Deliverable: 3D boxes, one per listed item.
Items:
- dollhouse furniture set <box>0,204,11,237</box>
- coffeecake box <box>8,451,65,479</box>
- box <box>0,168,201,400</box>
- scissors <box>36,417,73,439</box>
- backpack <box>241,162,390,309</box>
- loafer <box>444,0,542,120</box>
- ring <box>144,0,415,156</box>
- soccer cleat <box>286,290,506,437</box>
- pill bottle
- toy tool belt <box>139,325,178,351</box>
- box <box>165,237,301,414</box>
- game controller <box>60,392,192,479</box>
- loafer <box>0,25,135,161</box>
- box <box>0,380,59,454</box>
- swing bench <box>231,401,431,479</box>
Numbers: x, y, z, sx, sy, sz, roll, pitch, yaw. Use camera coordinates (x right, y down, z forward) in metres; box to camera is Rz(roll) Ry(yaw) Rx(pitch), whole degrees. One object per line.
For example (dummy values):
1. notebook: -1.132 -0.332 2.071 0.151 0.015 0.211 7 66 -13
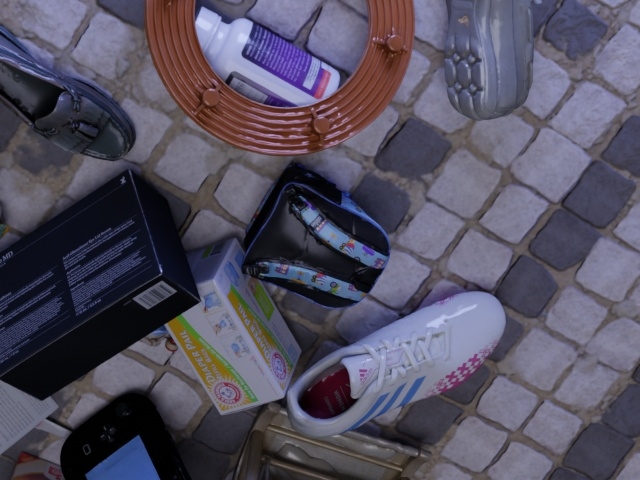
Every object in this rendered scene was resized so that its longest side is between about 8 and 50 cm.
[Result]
1. dollhouse furniture set: -0.546 0.076 1.666 0.301 0.197 0.151 -11 113 3
2. coffeecake box: -0.387 0.402 1.824 0.142 0.185 0.068 23 112 -12
3. box: -0.306 0.058 1.666 0.261 0.184 0.103 -31 145 12
4. scissors: -0.423 0.244 1.842 0.297 0.021 0.109 15 113 -8
5. backpack: 0.000 0.000 1.697 0.173 0.117 0.158 26 110 -12
6. loafer: 0.215 -0.309 1.586 0.111 0.112 0.319 -17 118 -34
7. ring: -0.043 -0.269 1.543 0.336 0.032 0.337 0 89 -16
8. soccer cleat: 0.103 0.170 1.738 0.331 0.143 0.116 -30 72 3
9. pill bottle: -0.083 -0.210 1.605 0.193 0.108 0.108 28 110 -14
10. toy tool belt: -0.227 0.119 1.778 0.083 0.052 0.051 23 120 -12
11. box: -0.124 0.118 1.736 0.103 0.114 0.203 -19 115 23
12. game controller: -0.249 0.368 1.768 0.166 0.319 0.067 -32 148 1
13. loafer: -0.356 -0.177 1.622 0.267 0.084 0.096 35 108 -16
14. box: -0.460 0.235 1.745 0.170 0.130 0.091 -39 109 -13
15. swing bench: 0.000 0.395 1.826 0.253 0.255 0.165 19 143 -10
